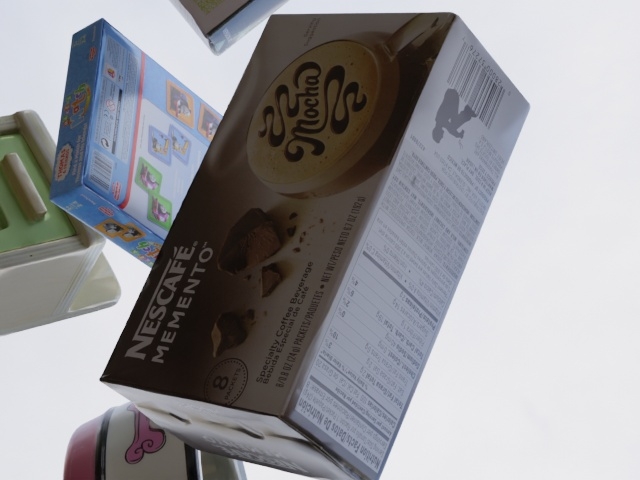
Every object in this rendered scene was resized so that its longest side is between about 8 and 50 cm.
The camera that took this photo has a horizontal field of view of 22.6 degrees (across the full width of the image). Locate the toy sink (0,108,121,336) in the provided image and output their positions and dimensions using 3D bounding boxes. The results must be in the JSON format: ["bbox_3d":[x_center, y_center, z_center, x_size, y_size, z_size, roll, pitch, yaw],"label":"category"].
[{"bbox_3d":[-0.279,-0.013,1.381,0.152,0.234,0.131,59,-41,22],"label":"toy sink"}]

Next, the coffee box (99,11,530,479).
[{"bbox_3d":[0.000,0.000,1.078,0.168,0.119,0.297,7,-115,41],"label":"coffee box"}]

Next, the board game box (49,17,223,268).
[{"bbox_3d":[-0.116,-0.050,1.246,0.039,0.211,0.160,-23,-132,31],"label":"board game box"}]

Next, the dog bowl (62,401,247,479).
[{"bbox_3d":[-0.155,0.346,1.687,0.150,0.408,0.408,-12,-89,3],"label":"dog bowl"}]

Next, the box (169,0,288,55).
[{"bbox_3d":[-0.030,-0.332,1.260,0.322,0.058,0.232,-39,-102,-2],"label":"box"}]
